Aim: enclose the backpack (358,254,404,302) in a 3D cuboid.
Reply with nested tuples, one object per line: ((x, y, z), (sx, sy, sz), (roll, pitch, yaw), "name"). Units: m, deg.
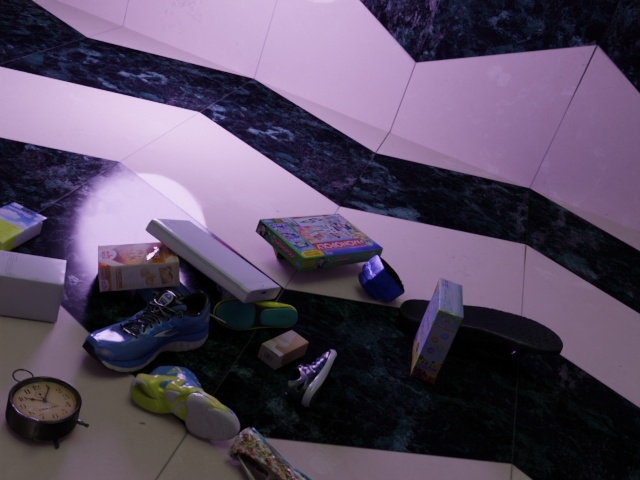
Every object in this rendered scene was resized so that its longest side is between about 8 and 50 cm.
((0.173, 0.117, 2.369), (0.120, 0.101, 0.098), (44, 18, -29), "backpack")

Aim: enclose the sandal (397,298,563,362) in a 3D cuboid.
((0.433, 0.257, 2.297), (0.446, 0.107, 0.167), (11, 25, 10), "sandal")

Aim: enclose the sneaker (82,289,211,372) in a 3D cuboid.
((-0.368, 0.176, 1.809), (0.130, 0.147, 0.330), (34, 30, 27), "sneaker")

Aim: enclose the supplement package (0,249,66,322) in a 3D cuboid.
((-0.650, 0.097, 1.811), (0.179, 0.105, 0.105), (10, 26, -18), "supplement package")

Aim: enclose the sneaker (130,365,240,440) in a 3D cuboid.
((-0.255, 0.312, 1.688), (0.240, 0.091, 0.126), (24, 25, 9), "sneaker")

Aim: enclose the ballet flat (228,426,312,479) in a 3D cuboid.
((-0.083, 0.449, 1.577), (0.241, 0.091, 0.077), (33, 58, 33), "ballet flat")

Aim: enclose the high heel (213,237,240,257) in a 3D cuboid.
((-0.297, 0.007, 2.249), (0.244, 0.082, 0.117), (11, 29, 26), "high heel")

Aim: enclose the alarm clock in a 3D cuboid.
((-0.521, 0.301, 1.551), (0.129, 0.064, 0.192), (-6, 38, -42), "alarm clock")

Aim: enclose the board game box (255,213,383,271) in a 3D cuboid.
((0.000, 0.000, 2.421), (0.317, 0.046, 0.213), (-6, 35, -43), "board game box")

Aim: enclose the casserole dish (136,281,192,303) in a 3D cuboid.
((-0.362, 0.134, 2.023), (0.114, 0.037, 0.188), (-9, 37, -45), "casserole dish")

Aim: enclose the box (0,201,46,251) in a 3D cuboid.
((-0.769, -0.031, 2.050), (0.109, 0.042, 0.178), (25, 26, 9), "box")

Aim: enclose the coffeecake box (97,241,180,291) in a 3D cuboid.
((-0.437, 0.060, 2.005), (0.185, 0.068, 0.142), (-4, 21, -14), "coffeecake box")

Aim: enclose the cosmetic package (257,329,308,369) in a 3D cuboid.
((-0.087, 0.256, 1.971), (0.060, 0.041, 0.115), (32, 28, 24), "cosmetic package")

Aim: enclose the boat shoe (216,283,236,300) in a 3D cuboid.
((-0.231, 0.114, 2.128), (0.063, 0.066, 0.184), (11, 26, 5), "boat shoe")

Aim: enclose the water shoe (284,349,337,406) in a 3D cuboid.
((-0.020, 0.297, 1.903), (0.080, 0.073, 0.203), (21, 25, 9), "water shoe")

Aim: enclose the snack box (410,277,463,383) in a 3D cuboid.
((0.294, 0.225, 2.112), (0.070, 0.207, 0.174), (20, 25, -1), "snack box")

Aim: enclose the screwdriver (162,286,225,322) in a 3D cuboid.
((-0.296, 0.154, 1.963), (0.170, 0.024, 0.025), (27, -2, 13), "screwdriver")

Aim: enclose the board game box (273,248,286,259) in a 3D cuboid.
((-0.058, 0.012, 2.465), (0.170, 0.048, 0.141), (11, 25, -19), "board game box")

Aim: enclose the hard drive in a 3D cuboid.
((-0.259, 0.047, 2.052), (0.307, 0.040, 0.203), (35, 10, 16), "hard drive")

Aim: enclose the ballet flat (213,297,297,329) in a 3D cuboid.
((-0.167, 0.178, 2.050), (0.231, 0.077, 0.077), (7, 7, -31), "ballet flat")
